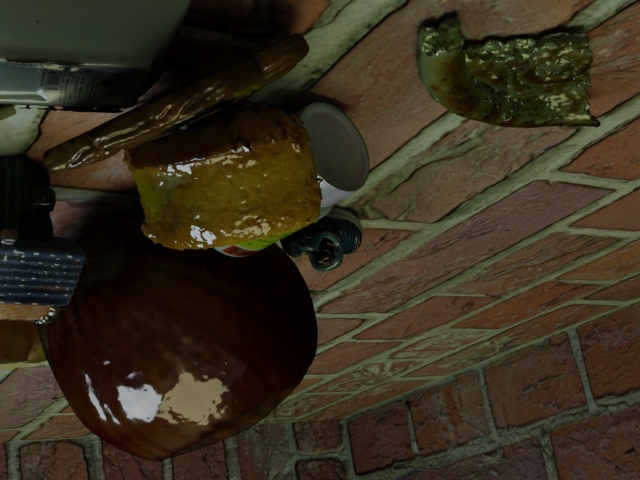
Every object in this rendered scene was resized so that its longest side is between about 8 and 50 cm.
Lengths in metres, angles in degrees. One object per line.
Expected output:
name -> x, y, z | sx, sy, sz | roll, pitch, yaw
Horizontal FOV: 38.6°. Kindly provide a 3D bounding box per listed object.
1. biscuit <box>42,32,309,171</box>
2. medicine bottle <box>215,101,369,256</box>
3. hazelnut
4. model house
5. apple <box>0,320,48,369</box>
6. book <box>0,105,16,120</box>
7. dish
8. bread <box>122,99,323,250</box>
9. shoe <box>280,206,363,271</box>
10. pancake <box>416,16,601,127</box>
biscuit -> -0.143, -0.135, 0.932 | 0.290, 0.041, 0.208 | -27, -168, -7
medicine bottle -> -0.058, -0.075, 1.179 | 0.139, 0.139, 0.225 | 9, 153, -43
hazelnut -> -0.223, 0.126, 1.383 | 0.421, 0.352, 0.421 | 12, 135, 12
model house -> -0.385, -0.003, 1.157 | 0.166, 0.183, 0.172 | 4, 157, -37
apple -> -0.560, 0.126, 1.451 | 0.251, 0.163, 0.293 | -1, 170, 1
book -> -0.468, -0.088, 0.982 | 0.242, 0.018, 0.170 | -16, -163, 14
dish -> -0.255, -0.179, 0.884 | 0.243, 0.080, 0.182 | -2, 159, -23
bread -> -0.134, -0.066, 1.048 | 0.261, 0.160, 0.147 | 3, -155, 39
shoe -> 0.000, 0.000, 1.477 | 0.091, 0.106, 0.207 | -20, 164, 29
pancake -> 0.247, -0.194, 1.127 | 0.376, 0.054, 0.197 | 6, 155, -40
